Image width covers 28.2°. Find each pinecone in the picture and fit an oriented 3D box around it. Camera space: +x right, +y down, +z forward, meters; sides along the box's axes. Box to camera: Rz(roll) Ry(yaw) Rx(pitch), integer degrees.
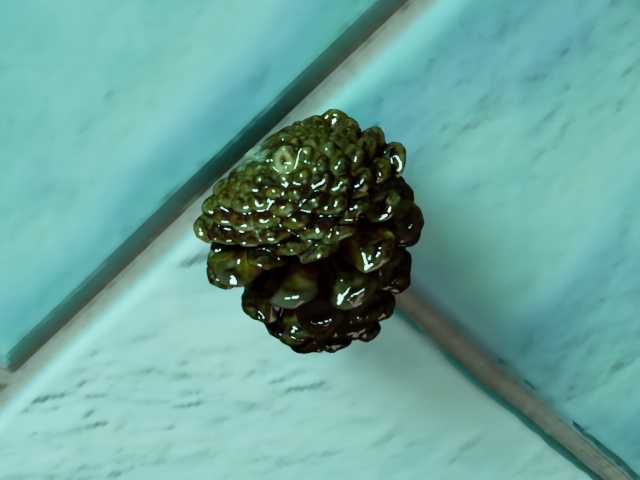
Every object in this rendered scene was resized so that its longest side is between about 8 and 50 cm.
[{"bbox_3d":[0.000,0.000,0.423,0.077,0.077,0.083,-26,134,4],"label":"pinecone"}]
